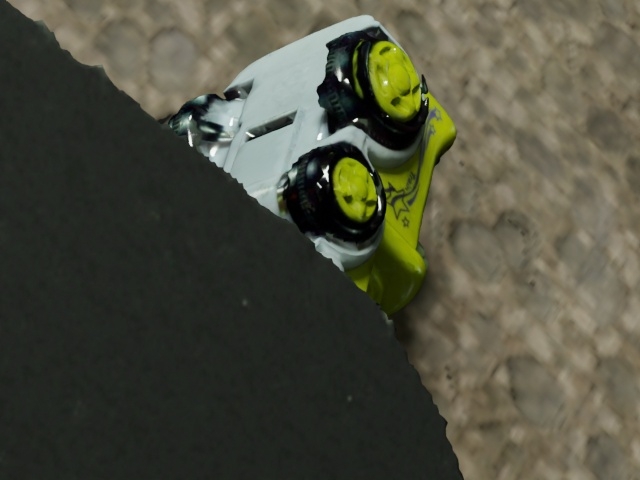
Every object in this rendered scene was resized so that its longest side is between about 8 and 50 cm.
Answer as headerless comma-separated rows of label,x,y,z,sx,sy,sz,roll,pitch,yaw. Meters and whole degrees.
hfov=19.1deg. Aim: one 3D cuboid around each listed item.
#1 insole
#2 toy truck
insole,-0.053,0.022,0.424,0.309,0.012,0.110,45,69,-30
toy truck,0.000,0.000,0.520,0.077,0.076,0.111,44,45,-32
